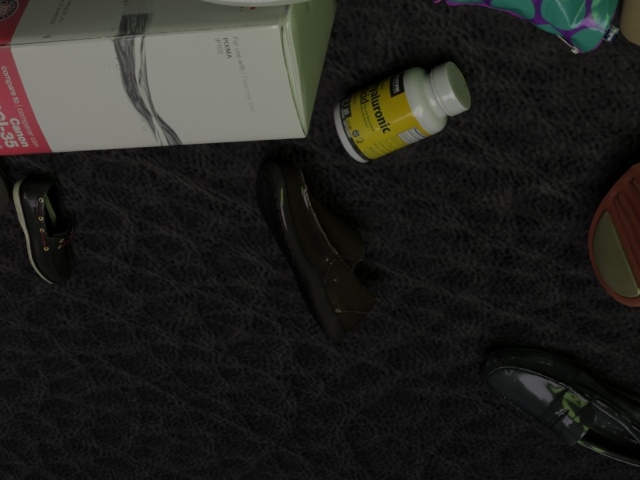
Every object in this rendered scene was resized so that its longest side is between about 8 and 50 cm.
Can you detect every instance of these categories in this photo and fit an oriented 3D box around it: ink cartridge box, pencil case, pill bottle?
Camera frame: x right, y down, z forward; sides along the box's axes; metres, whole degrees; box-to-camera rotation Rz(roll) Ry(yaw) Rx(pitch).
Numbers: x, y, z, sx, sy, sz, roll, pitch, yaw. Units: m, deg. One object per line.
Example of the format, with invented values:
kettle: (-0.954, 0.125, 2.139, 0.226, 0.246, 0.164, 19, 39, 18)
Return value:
ink cartridge box: (-0.139, -0.179, 1.085, 0.283, 0.207, 0.117, -2, 132, 12)
pencil case: (0.176, -0.209, 1.097, 0.151, 0.064, 0.070, 19, 107, -6)
pill bottle: (0.076, -0.120, 1.194, 0.116, 0.065, 0.065, -22, 124, 25)

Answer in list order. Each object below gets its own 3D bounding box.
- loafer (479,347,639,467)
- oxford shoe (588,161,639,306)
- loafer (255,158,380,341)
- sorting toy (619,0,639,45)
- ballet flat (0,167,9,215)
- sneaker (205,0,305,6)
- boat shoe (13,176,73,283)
loafer: (0.275, 0.182, 1.415, 0.223, 0.078, 0.076, 24, 130, -11)
oxford shoe: (0.392, -0.084, 1.127, 0.146, 0.140, 0.397, -9, 155, -33)
loafer: (0.000, 0.000, 1.319, 0.078, 0.080, 0.220, -29, 126, -9)
sorting toy: (0.374, -0.278, 1.023, 0.229, 0.041, 0.307, 9, 132, 8)
ballet flat: (-0.403, -0.112, 1.302, 0.084, 0.058, 0.250, -36, 125, 9)
sneaker: (0.015, -0.273, 0.993, 0.292, 0.169, 0.108, -16, 122, 2)
boat shoe: (-0.283, -0.007, 1.369, 0.042, 0.049, 0.133, 4, 128, 18)
